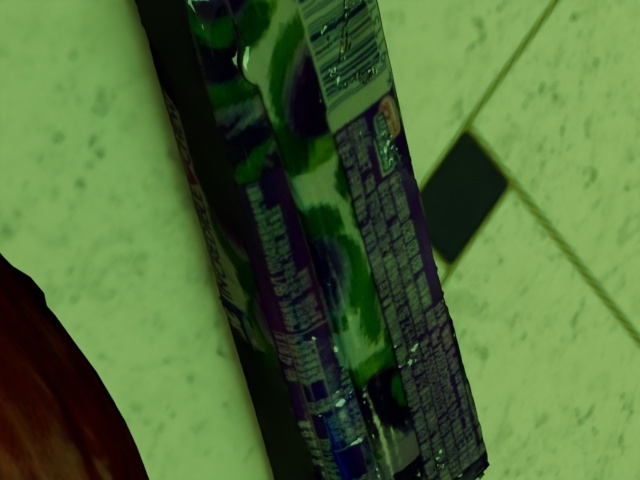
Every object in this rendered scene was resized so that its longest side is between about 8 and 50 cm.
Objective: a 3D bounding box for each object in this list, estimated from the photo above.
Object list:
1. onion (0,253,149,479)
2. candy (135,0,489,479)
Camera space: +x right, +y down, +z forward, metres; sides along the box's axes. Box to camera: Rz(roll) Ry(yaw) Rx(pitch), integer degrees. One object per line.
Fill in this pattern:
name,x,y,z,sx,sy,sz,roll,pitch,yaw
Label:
onion,-0.184,0.119,0.472,0.341,0.341,0.341,-22,125,-35
candy,0.000,0.000,0.758,0.088,0.061,0.312,-35,130,-25
